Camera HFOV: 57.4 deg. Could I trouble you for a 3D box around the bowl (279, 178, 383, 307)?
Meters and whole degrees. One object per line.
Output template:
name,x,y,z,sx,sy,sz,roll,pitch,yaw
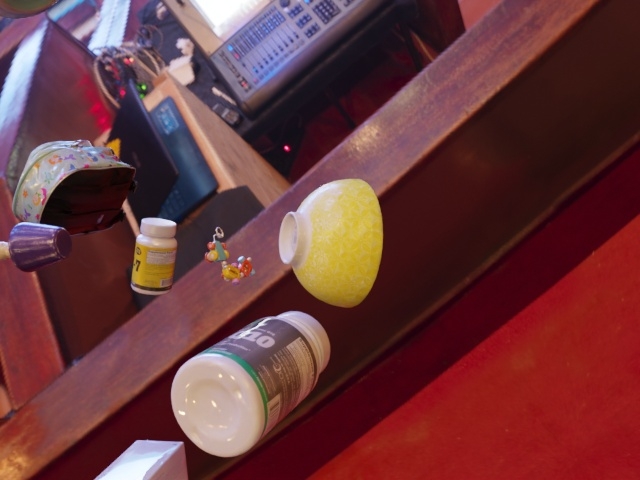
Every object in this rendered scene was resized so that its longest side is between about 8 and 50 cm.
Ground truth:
bowl,0.000,0.000,1.285,0.289,0.156,0.289,-175,90,-67

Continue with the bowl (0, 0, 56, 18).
bowl,-0.622,-0.574,1.161,0.163,0.311,0.311,39,89,17

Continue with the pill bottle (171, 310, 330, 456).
pill bottle,-0.127,0.281,1.238,0.204,0.361,0.204,5,101,23

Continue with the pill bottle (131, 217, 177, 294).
pill bottle,-0.486,0.046,1.718,0.119,0.119,0.208,16,103,28

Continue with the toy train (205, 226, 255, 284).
toy train,-0.241,0.052,1.518,0.046,0.166,0.125,-26,28,22

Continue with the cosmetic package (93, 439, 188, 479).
cosmetic package,-0.410,0.615,1.339,0.138,0.224,0.224,-1,99,14

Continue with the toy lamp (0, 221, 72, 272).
toy lamp,-0.518,0.019,0.892,0.275,0.080,0.080,-7,68,6

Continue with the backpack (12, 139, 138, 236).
backpack,-0.593,-0.120,1.380,0.191,0.253,0.225,36,113,10
